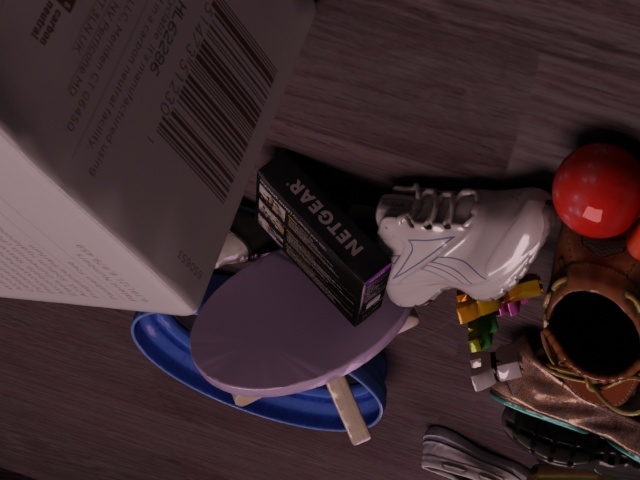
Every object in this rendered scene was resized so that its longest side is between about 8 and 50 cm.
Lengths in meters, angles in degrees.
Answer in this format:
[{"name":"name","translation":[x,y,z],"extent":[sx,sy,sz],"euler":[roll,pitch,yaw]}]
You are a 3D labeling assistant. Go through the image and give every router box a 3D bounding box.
[{"name":"router box","translation":[0.000,0.000,1.501],"extent":[0.179,0.046,0.133],"euler":[46,161,15]}]

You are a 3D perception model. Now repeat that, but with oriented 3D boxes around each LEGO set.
[{"name":"LEGO set","translation":[0.203,0.070,1.488],"extent":[0.093,0.227,0.087],"euler":[-15,109,11]}]

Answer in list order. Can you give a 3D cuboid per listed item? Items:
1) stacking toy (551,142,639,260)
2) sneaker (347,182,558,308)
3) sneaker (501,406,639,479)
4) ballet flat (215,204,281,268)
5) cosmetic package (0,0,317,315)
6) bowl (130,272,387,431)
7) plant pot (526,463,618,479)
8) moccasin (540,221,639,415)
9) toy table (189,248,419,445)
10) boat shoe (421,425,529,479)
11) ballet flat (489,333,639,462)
[{"name":"stacking toy","translation":[0.368,0.007,1.240],"extent":[0.330,0.141,0.141],"euler":[23,156,4]},{"name":"sneaker","translation":[0.129,-0.005,1.423],"extent":[0.129,0.111,0.297],"euler":[40,148,-21]},{"name":"sneaker","translation":[0.377,0.286,1.844],"extent":[0.267,0.101,0.106],"euler":[15,158,12]},{"name":"ballet flat","translation":[-0.165,-0.021,1.620],"extent":[0.280,0.096,0.095],"euler":[27,154,-15]},{"name":"cosmetic package","translation":[-0.280,-0.162,1.129],"extent":[0.393,0.329,0.327],"euler":[3,151,32]},{"name":"bowl","translation":[-0.084,0.165,1.971],"extent":[0.391,0.077,0.391],"euler":[17,156,8]},{"name":"plant pot","translation":[0.415,0.461,2.043],"extent":[0.227,0.228,0.207],"euler":[-10,134,49]},{"name":"moccasin","translation":[0.303,0.099,1.448],"extent":[0.139,0.147,0.380],"euler":[15,155,11]},{"name":"toy table","translation":[-0.011,0.114,1.638],"extent":[0.274,0.252,0.161],"euler":[-14,152,3]},{"name":"boat shoe","translation":[0.250,0.378,2.161],"extent":[0.226,0.076,0.083],"euler":[28,155,-17]},{"name":"ballet flat","translation":[0.366,0.206,1.674],"extent":[0.316,0.106,0.107],"euler":[23,-171,-2]}]
